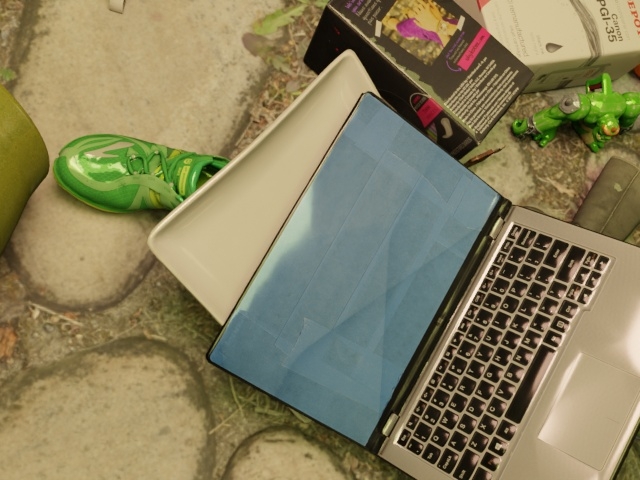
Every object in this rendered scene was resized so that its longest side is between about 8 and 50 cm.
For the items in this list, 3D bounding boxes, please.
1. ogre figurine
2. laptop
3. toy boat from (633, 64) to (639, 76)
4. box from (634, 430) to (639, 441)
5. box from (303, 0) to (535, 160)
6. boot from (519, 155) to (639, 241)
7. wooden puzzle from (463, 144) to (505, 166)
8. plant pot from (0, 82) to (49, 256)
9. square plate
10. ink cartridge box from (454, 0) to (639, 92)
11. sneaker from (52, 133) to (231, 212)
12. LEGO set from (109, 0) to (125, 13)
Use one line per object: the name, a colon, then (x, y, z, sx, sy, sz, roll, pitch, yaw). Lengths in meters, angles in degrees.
ogre figurine: (0.403, -0.189, 1.085, 0.197, 0.118, 0.096, 15, 74, -9)
laptop: (0.162, 0.089, 0.828, 0.408, 0.236, 0.382, 24, 79, 34)
toy boat: (0.584, -0.284, 1.156, 0.151, 0.151, 0.231, 17, 71, 21)
box: (0.383, 0.199, 0.942, 0.114, 0.203, 0.103, 22, 73, -10)
box: (0.130, -0.243, 1.007, 0.270, 0.165, 0.143, 42, 72, -1)
boot: (0.399, -0.050, 1.074, 0.190, 0.076, 0.208, 42, 78, -16)
wooden puzzle: (0.233, -0.120, 1.063, 0.083, 0.049, 0.006, -25, 84, -18)
plant pot: (-0.487, -0.031, 0.739, 0.366, 0.366, 0.353, 33, 61, -4)
square plate: (0.000, 0.000, 0.913, 0.347, 0.049, 0.344, -46, 122, -19)
ink cartridge box: (0.348, -0.349, 1.110, 0.283, 0.117, 0.207, -11, 79, -15)
sneaker: (-0.186, -0.082, 0.915, 0.296, 0.123, 0.109, 12, 72, -11)
LEGO set: (-0.286, -0.448, 0.995, 0.087, 0.093, 0.227, 14, 74, -10)
